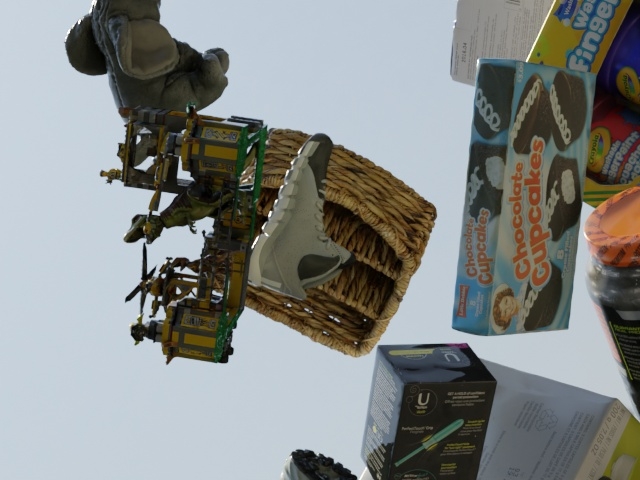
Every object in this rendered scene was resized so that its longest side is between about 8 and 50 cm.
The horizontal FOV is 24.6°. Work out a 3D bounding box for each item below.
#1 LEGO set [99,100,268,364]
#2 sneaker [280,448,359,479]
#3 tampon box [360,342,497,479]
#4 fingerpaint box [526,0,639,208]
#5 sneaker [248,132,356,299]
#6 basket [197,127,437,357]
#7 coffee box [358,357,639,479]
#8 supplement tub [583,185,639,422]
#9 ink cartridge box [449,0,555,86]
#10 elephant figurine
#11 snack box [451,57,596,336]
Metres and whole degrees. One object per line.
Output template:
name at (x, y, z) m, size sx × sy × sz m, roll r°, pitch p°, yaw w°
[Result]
LEGO set at (-0.184, -0.022, 1.722) m, size 0.255 × 0.192 × 0.331 m, roll -68°, pitch -14°, yaw -68°
sneaker at (0.046, 0.381, 1.774) m, size 0.110 × 0.283 × 0.122 m, roll 2°, pitch -58°, yaw -49°
tampon box at (0.127, 0.215, 1.761) m, size 0.121 × 0.101 × 0.161 m, roll 0°, pitch -66°, yaw -19°
fingerpaint box at (0.509, -0.250, 2.149) m, size 0.163 × 0.371 × 0.444 m, roll -4°, pitch -57°, yaw -55°
sneaker at (0.000, -0.023, 1.975) m, size 0.086 × 0.132 × 0.228 m, roll 66°, pitch -131°, yaw -79°
basket at (0.000, 0.000, 2.184) m, size 0.223 × 0.299 × 0.213 m, roll -63°, pitch 1°, yaw -29°
coffee box at (0.283, 0.401, 2.042) m, size 0.334 × 0.338 × 0.337 m, roll 45°, pitch -112°, yaw -37°
supplement tub at (0.486, 0.102, 1.985) m, size 0.207 × 0.207 × 0.338 m, roll -32°, pitch -65°, yaw -16°
ink cartridge box at (0.372, -0.386, 2.517) m, size 0.151 × 0.395 × 0.269 m, roll -14°, pitch -64°, yaw -41°
elephant figurine at (-0.242, -0.259, 1.881) m, size 0.169 × 0.186 × 0.239 m, roll -28°, pitch -54°, yaw 21°
snack box at (0.246, -0.050, 1.758) m, size 0.187 × 0.060 × 0.321 m, roll 0°, pitch -83°, yaw -50°
